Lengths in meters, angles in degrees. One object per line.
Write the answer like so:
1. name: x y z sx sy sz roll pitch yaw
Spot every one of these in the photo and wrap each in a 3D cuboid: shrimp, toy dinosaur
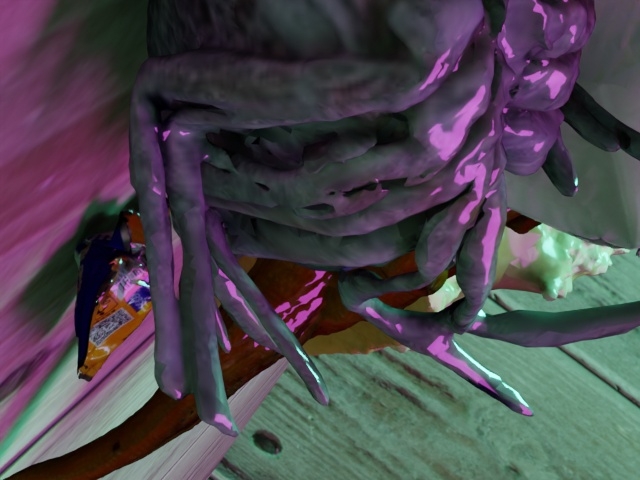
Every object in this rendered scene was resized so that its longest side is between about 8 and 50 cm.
1. shrimp: 0.030 -0.063 0.437 0.221 0.166 0.410 -46 161 -23
2. toy dinosaur: 0.000 0.000 0.763 0.432 0.097 0.208 -28 167 -11

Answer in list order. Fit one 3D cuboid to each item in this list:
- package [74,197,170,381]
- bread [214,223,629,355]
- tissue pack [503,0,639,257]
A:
1. package: -0.075 0.017 0.665 0.111 0.033 0.077 115 -17 -87
2. bread: 0.029 -0.057 0.975 0.183 0.224 0.211 -42 128 -40
3. tissue pack: 0.095 -0.118 0.661 0.209 0.148 0.156 -47 157 -61
